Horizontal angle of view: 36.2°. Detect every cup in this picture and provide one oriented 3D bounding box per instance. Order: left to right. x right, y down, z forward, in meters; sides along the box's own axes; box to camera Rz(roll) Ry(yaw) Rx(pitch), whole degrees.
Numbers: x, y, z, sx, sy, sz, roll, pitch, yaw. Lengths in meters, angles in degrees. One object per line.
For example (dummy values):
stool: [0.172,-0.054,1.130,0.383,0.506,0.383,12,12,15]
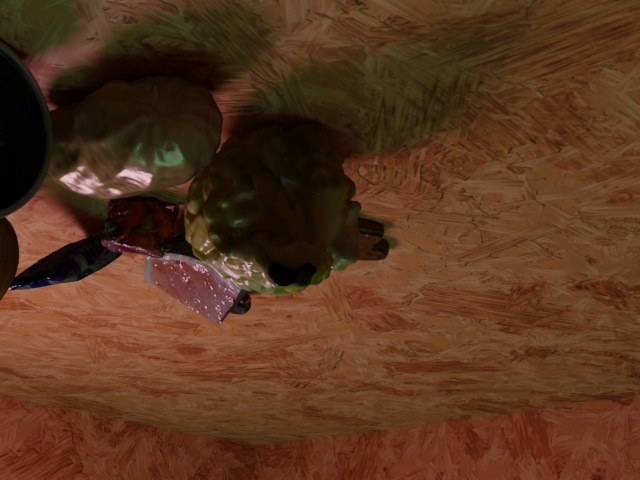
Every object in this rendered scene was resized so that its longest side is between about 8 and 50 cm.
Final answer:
cup: [-0.581,-0.135,1.283,0.311,0.256,0.331,-12,156,39]

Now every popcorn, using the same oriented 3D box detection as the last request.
popcorn: [-0.065,-0.039,1.464,0.293,0.292,0.237,6,153,-4]

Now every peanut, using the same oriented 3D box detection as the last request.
peanut: [-0.269,-0.135,1.362,0.174,0.158,0.340,-6,174,-40]

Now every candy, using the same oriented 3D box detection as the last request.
candy: [-0.465,0.039,1.820,0.145,0.070,0.275,-14,-169,30]

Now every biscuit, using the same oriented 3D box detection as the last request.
biscuit: [0.000,0.000,1.822,0.291,0.041,0.208,14,158,-23]

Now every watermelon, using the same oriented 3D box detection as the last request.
watermelon: [-0.211,0.054,1.828,0.260,0.176,0.256,28,-174,19]

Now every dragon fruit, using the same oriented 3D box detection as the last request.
dragon fruit: [-0.337,-0.030,1.738,0.147,0.102,0.096,-3,152,24]

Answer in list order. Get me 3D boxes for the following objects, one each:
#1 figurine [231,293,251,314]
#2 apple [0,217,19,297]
figurine: [-0.211,0.129,2.180,0.072,0.054,0.129,-10,153,42]
apple: [-0.616,0.033,1.653,0.211,0.187,0.211,1,159,0]
